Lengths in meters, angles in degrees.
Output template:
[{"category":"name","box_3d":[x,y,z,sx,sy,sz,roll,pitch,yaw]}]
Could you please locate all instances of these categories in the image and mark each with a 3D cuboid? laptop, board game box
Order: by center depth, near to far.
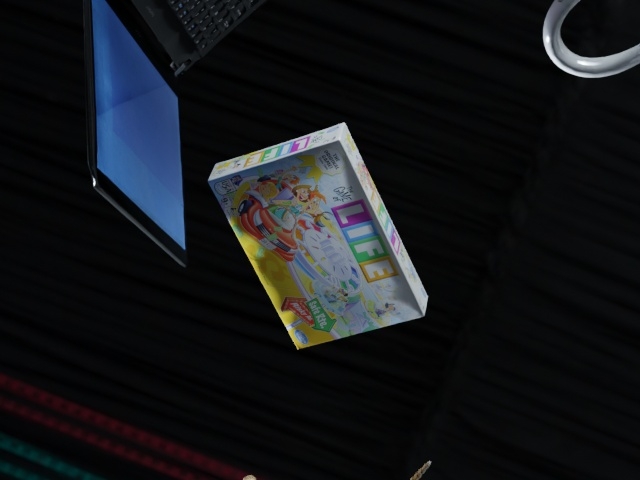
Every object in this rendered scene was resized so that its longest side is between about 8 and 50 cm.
[{"category":"laptop","box_3d":[-0.064,-0.140,0.933,0.264,0.136,0.234,-41,-15,-3]},{"category":"board game box","box_3d":[0.000,0.000,0.958,0.154,0.103,0.026,63,-157,-26]}]

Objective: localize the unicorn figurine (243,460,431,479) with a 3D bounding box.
[{"category":"unicorn figurine","box_3d":[-0.024,0.180,0.826,0.162,0.111,0.060,-28,-59,-33]}]

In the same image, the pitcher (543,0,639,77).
[{"category":"pitcher","box_3d":[0.247,-0.183,0.864,0.125,0.207,0.177,-80,-11,-47]}]
